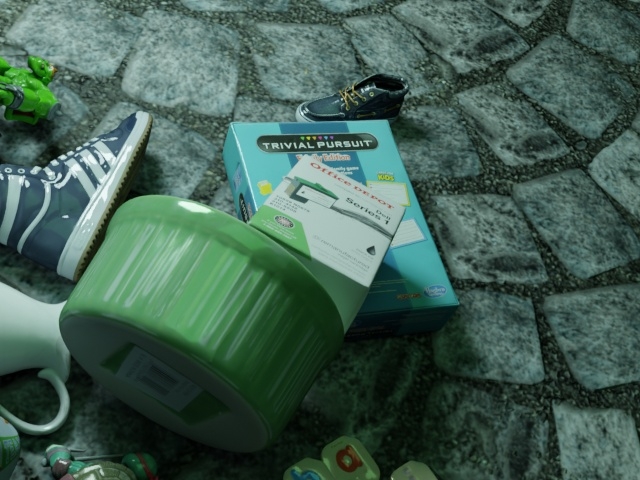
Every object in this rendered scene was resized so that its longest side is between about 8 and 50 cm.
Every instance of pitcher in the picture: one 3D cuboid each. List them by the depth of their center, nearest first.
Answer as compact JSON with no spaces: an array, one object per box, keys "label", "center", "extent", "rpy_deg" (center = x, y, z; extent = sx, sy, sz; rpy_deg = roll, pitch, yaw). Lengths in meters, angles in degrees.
[{"label":"pitcher","center":[-0.381,0.127,1.001],"extent":[0.207,0.125,0.177],"rpy_deg":[10,68,-25]}]

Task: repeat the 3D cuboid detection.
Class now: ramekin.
[{"label":"ramekin","center":[-0.139,0.106,0.980],"extent":[0.303,0.303,0.148],"rpy_deg":[28,59,3]}]

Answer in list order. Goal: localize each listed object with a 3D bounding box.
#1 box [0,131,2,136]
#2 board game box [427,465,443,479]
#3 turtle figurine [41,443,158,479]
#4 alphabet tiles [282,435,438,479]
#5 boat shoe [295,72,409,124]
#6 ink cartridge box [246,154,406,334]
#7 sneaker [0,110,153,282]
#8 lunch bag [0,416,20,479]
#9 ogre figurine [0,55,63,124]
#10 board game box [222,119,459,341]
[{"label":"box","center":[-0.520,-0.196,1.145],"extent":[0.093,0.156,0.158],"rpy_deg":[-40,73,-14]},{"label":"board game box","center":[0.106,0.368,1.036],"extent":[0.186,0.026,0.126],"rpy_deg":[-30,68,-33]},{"label":"turtle figurine","center":[-0.251,0.285,0.929],"extent":[0.234,0.118,0.175],"rpy_deg":[-30,69,-27]},{"label":"alphabet tiles","center":[0.048,0.369,0.985],"extent":[0.284,0.021,0.278],"rpy_deg":[-25,66,-31]},{"label":"boat shoe","center":[0.052,-0.227,1.412],"extent":[0.183,0.083,0.065],"rpy_deg":[-8,58,-23]},{"label":"ink cartridge box","center":[0.000,0.000,1.081],"extent":[0.160,0.092,0.219],"rpy_deg":[28,32,2]},{"label":"sneaker","center":[-0.335,-0.089,1.176],"extent":[0.153,0.099,0.282],"rpy_deg":[22,54,-5]},{"label":"lunch bag","center":[-0.459,0.222,0.843],"extent":[0.303,0.115,0.243],"rpy_deg":[25,72,18]},{"label":"ogre figurine","center":[-0.434,-0.219,1.223],"extent":[0.118,0.197,0.096],"rpy_deg":[21,84,-45]},{"label":"board game box","center":[0.020,-0.020,1.255],"extent":[0.254,0.079,0.336],"rpy_deg":[-4,56,-21]}]
